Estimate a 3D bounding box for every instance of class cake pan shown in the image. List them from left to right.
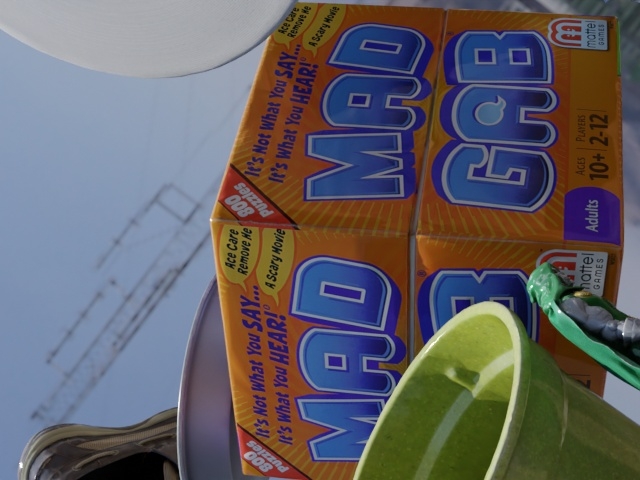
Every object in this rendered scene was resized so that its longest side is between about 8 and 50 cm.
[{"bbox_3d":[-0.092,0.173,1.607,0.054,0.293,0.293,4,180,13],"label":"cake pan"}]

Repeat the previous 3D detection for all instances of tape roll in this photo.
[{"bbox_3d":[-0.170,-0.299,1.074,0.392,0.392,0.072,36,-134,-11],"label":"tape roll"}]

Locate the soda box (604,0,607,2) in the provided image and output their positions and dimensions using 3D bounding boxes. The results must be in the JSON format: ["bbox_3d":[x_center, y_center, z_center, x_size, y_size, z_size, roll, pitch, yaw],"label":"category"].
[{"bbox_3d":[0.283,-0.289,1.315,0.067,0.071,0.210,53,-176,5],"label":"soda box"}]

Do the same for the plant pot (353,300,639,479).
[{"bbox_3d":[0.189,0.228,1.145,0.254,0.276,0.276,27,-171,-13],"label":"plant pot"}]

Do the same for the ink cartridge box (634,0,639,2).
[{"bbox_3d":[0.294,-0.244,0.967,0.395,0.151,0.270,13,180,6],"label":"ink cartridge box"}]

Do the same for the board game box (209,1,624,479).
[{"bbox_3d":[0.111,0.008,1.432,0.356,0.356,0.356,4,-138,8],"label":"board game box"}]

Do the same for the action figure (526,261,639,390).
[{"bbox_3d":[0.243,0.088,1.009,0.232,0.063,0.137,35,-176,24],"label":"action figure"}]

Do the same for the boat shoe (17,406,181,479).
[{"bbox_3d":[-0.226,0.316,1.899,0.355,0.132,0.130,-5,-155,-32],"label":"boat shoe"}]
